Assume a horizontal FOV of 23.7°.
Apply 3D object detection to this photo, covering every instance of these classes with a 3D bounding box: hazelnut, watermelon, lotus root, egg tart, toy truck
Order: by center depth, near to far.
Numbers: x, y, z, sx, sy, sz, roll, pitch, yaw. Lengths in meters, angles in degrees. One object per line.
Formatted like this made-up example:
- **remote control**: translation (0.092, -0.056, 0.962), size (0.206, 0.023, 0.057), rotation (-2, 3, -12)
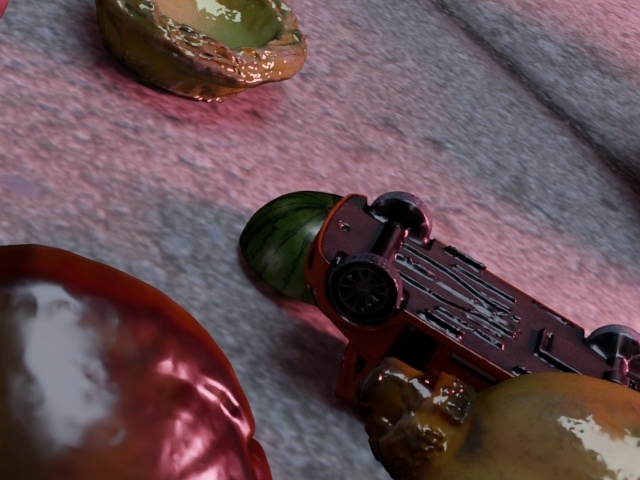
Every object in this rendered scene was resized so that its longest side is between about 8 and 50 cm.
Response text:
- **hazelnut**: translation (-0.124, 0.115, 0.678), size (0.229, 0.229, 0.229), rotation (21, 32, -13)
- **lotus root**: translation (0.165, 0.172, 0.848), size (0.343, 0.151, 0.169), rotation (29, 71, 3)
- **toy truck**: translation (0.096, 0.078, 0.974), size (0.253, 0.114, 0.107), rotation (31, 30, 0)
- **watermelon**: translation (0.000, 0.000, 1.059), size (0.105, 0.062, 0.105), rotation (18, 29, -10)
- **egg tart**: translation (-0.101, -0.171, 1.215), size (0.197, 0.078, 0.197), rotation (22, 33, -15)

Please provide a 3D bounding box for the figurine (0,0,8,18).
- **figurine**: translation (-0.330, -0.259, 1.029), size (0.270, 0.211, 0.261), rotation (45, 34, 24)
